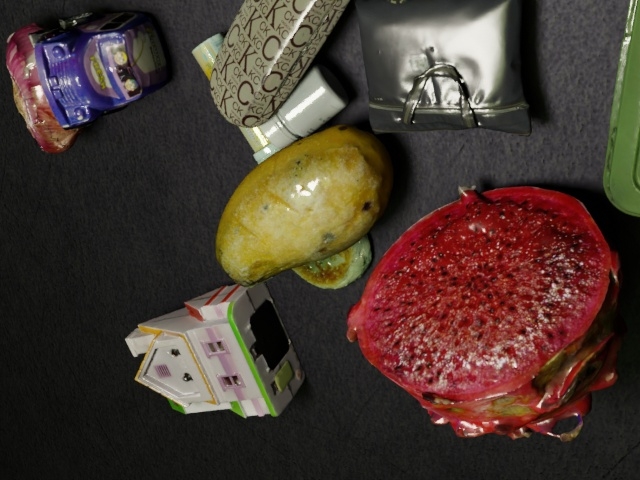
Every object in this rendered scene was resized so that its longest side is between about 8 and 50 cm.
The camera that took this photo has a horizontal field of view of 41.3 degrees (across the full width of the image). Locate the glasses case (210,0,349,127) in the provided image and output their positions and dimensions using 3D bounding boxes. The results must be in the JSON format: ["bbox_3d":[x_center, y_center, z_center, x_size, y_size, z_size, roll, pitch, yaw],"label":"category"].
[{"bbox_3d":[-0.051,-0.320,1.233,0.355,0.085,0.137,-54,52,29],"label":"glasses case"}]

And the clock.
[{"bbox_3d":[-0.220,0.217,1.642,0.309,0.166,0.235,-12,109,28],"label":"clock"}]

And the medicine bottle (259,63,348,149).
[{"bbox_3d":[-0.028,-0.204,1.309,0.130,0.080,0.080,-35,95,21],"label":"medicine bottle"}]

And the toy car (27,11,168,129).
[{"bbox_3d":[-0.356,-0.287,1.397,0.157,0.235,0.172,-6,114,21],"label":"toy car"}]

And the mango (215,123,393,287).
[{"bbox_3d":[-0.033,-0.055,1.334,0.329,0.175,0.177,-25,70,27],"label":"mango"}]

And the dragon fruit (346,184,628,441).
[{"bbox_3d":[0.248,0.120,1.189,0.386,0.371,0.249,-15,131,27],"label":"dragon fruit"}]

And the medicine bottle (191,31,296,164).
[{"bbox_3d":[-0.125,-0.230,1.385,0.074,0.074,0.218,-26,98,39],"label":"medicine bottle"}]

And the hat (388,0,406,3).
[{"bbox_3d":[0.119,-0.376,1.151,0.121,0.050,0.121,-6,80,35],"label":"hat"}]

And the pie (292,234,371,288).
[{"bbox_3d":[0.000,0.000,1.457,0.186,0.041,0.187,16,123,25],"label":"pie"}]

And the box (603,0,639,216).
[{"bbox_3d":[0.479,-0.182,0.973,0.252,0.178,0.329,14,121,23],"label":"box"}]

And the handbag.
[{"bbox_3d":[0.170,-0.246,1.181,0.254,0.088,0.211,4,112,31],"label":"handbag"}]

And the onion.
[{"bbox_3d":[-0.471,-0.278,1.525,0.230,0.163,0.230,161,90,-78],"label":"onion"}]
